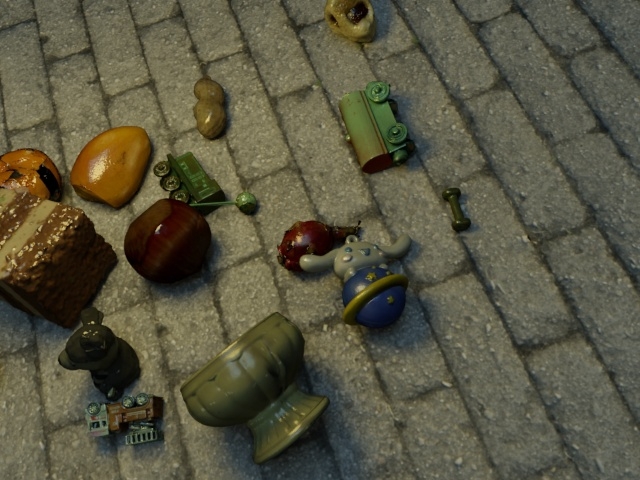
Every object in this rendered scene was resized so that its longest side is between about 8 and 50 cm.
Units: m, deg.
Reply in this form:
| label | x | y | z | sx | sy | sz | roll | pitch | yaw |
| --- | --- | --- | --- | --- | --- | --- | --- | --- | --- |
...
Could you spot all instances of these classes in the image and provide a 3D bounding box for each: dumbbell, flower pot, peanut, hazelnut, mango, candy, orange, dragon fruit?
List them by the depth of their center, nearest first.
| label | x | y | z | sx | sy | sz | roll | pitch | yaw |
| --- | --- | --- | --- | --- | --- | --- | --- | --- | --- |
| flower pot | -0.133 | 0.338 | 1.400 | 0.308 | 0.307 | 0.244 | -37 | 84 | -10 |
| hazelnut | -0.401 | 0.013 | 1.641 | 0.230 | 0.229 | 0.229 | -4 | 64 | 7 |
| dragon fruit | 0.000 | 0.000 | 1.642 | 0.246 | 0.125 | 0.125 | -16 | 48 | -17 |
| dumbbell | 0.359 | -0.083 | 1.654 | 0.052 | 0.046 | 0.117 | -10 | 62 | -2 |
| candy | -0.274 | -0.100 | 1.721 | 0.203 | 0.061 | 0.061 | -5 | 61 | -22 |
| orange | -0.868 | -0.158 | 1.801 | 0.235 | 0.182 | 0.234 | -4 | 56 | 6 |
| mango | -0.604 | -0.233 | 1.826 | 0.187 | 0.138 | 0.256 | 20 | 74 | 5 |
| peanut | -0.339 | -0.413 | 1.902 | 0.104 | 0.086 | 0.227 | -18 | 60 | 21 |

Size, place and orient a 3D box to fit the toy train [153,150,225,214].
| label | x | y | z | sx | sy | sz | roll | pitch | yaw |
| --- | --- | --- | --- | --- | --- | --- | --- | --- | --- |
| toy train | -0.379 | -0.163 | 1.787 | 0.137 | 0.090 | 0.225 | -30 | 63 | -14 |

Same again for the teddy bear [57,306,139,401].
| label | x | y | z | sx | sy | sz | roll | pitch | yaw |
| --- | --- | --- | --- | --- | --- | --- | --- | --- | --- |
| teddy bear | -0.556 | 0.264 | 1.532 | 0.144 | 0.250 | 0.171 | -23 | 49 | -4 |

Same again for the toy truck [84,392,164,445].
| label | x | y | z | sx | sy | sz | roll | pitch | yaw |
| --- | --- | --- | --- | --- | --- | --- | --- | --- | --- |
| toy truck | -0.473 | 0.437 | 1.511 | 0.178 | 0.080 | 0.115 | -10 | 73 | 2 |

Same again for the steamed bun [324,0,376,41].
| label | x | y | z | sx | sy | sz | roll | pitch | yaw |
| --- | --- | --- | --- | --- | --- | --- | --- | --- | --- |
| steamed bun | 0.106 | -0.688 | 1.940 | 0.141 | 0.172 | 0.155 | -37 | 82 | 2 |

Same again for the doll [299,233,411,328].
| label | x | y | z | sx | sy | sz | roll | pitch | yaw |
| --- | --- | --- | --- | --- | --- | --- | --- | --- | --- |
| doll | 0.136 | 0.099 | 1.561 | 0.311 | 0.159 | 0.243 | -26 | 47 | -30 |

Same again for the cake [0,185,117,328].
| label | x | y | z | sx | sy | sz | roll | pitch | yaw |
| --- | --- | --- | --- | --- | --- | --- | --- | --- | --- |
| cake | -0.745 | 0.042 | 1.642 | 0.291 | 0.282 | 0.255 | 19 | 62 | 21 |

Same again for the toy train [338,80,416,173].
| label | x | y | z | sx | sy | sz | roll | pitch | yaw |
| --- | --- | --- | --- | --- | --- | --- | --- | --- | --- |
| toy train | 0.153 | -0.320 | 1.776 | 0.177 | 0.116 | 0.285 | -23 | 63 | 11 |
